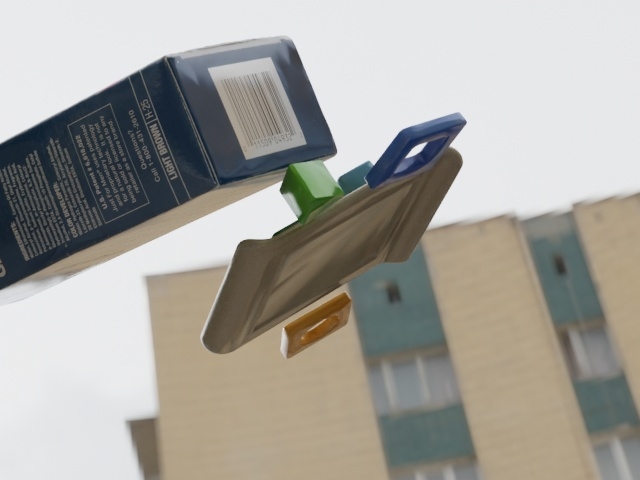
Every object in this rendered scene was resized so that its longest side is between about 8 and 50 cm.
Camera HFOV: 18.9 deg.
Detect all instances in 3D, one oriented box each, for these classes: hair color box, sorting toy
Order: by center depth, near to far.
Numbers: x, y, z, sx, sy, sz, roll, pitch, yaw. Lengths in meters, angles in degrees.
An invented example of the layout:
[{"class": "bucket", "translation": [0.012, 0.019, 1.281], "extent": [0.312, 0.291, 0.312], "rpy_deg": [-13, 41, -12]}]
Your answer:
[{"class": "hair color box", "translation": [-0.179, -0.039, 1.468], "extent": [0.347, 0.105, 0.174], "rpy_deg": [-24, -3, 32]}, {"class": "sorting toy", "translation": [0.000, 0.000, 1.477], "extent": [0.196, 0.047, 0.347], "rpy_deg": [-26, -20, -26]}]
